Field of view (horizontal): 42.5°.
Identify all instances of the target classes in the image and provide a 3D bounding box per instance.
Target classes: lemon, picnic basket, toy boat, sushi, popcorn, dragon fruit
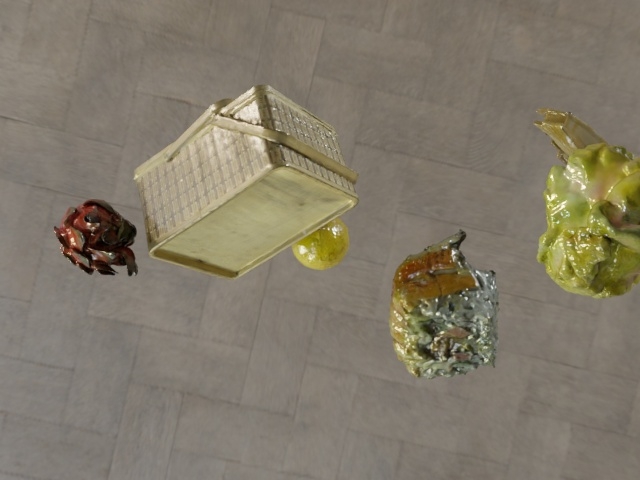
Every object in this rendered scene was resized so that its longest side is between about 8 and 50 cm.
[{"bbox_3d":[0.000,0.000,1.506,0.109,0.133,0.109,-1,83,5],"label":"lemon"},{"bbox_3d":[-0.120,-0.095,1.354,0.312,0.228,0.175,-31,60,26],"label":"picnic basket"},{"bbox_3d":[0.437,-0.157,1.398,0.206,0.072,0.065,34,69,-26],"label":"toy boat"},{"bbox_3d":[0.209,0.121,1.382,0.184,0.274,0.140,-2,50,11],"label":"sushi"},{"bbox_3d":[0.271,-0.017,0.780,0.125,0.126,0.145,38,79,-34],"label":"popcorn"},{"bbox_3d":[-0.355,-0.003,1.301,0.141,0.130,0.121,9,104,22],"label":"dragon fruit"}]
